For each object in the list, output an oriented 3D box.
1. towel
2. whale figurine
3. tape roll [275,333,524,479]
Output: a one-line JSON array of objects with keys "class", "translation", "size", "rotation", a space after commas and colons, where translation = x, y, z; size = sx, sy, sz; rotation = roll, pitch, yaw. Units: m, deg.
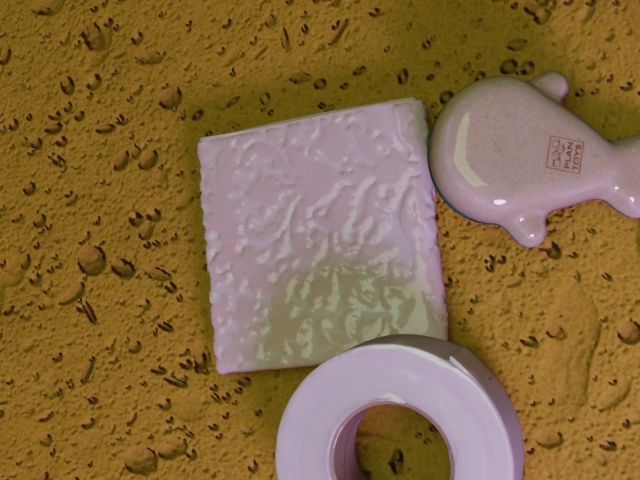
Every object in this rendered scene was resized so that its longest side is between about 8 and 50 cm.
[{"class": "towel", "translation": [0.000, 0.000, 1.496], "size": [0.317, 0.053, 0.331], "rotation": [-8, 79, 18]}, {"class": "whale figurine", "translation": [0.263, -0.095, 1.396], "size": [0.272, 0.141, 0.216], "rotation": [8, 83, -4]}, {"class": "tape roll", "translation": [0.095, 0.253, 1.365], "size": [0.286, 0.100, 0.286], "rotation": [1, 92, 18]}]
